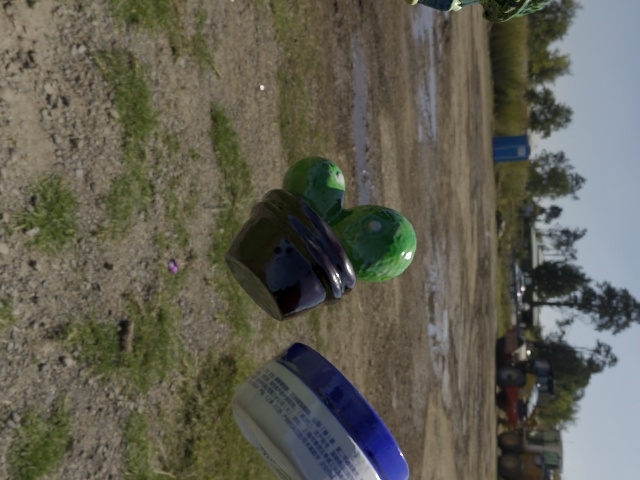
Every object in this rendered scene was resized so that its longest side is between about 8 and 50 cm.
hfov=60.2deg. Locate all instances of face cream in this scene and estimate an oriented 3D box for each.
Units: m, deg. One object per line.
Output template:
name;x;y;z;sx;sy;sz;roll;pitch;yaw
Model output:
face cream;-0.008;0.228;0.629;0.111;0.206;0.206;-39;134;-21

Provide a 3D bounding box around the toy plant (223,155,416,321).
toy plant;0.000;0.000;0.765;0.235;0.218;0.175;-40;178;-19

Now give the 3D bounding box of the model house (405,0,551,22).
model house;0.214;-0.411;0.786;0.214;0.189;0.195;106;-35;-58
